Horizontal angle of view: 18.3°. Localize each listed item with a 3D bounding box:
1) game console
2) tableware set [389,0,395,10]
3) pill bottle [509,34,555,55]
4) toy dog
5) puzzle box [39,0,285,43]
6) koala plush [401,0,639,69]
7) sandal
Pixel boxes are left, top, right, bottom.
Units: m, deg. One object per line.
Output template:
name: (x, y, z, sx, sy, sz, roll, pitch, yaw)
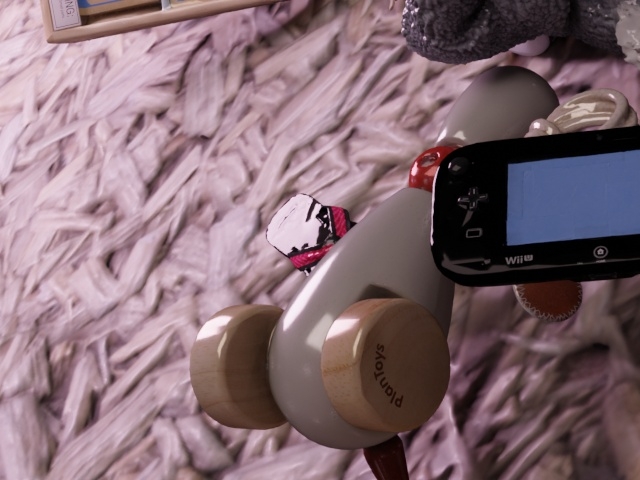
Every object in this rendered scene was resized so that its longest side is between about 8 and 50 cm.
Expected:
game console: (0.240, -0.019, 1.131, 0.361, 0.044, 0.213, -6, 42, 14)
tableware set: (0.072, -0.277, 1.684, 0.104, 0.024, 0.154, 117, 167, -47)
pill bottle: (0.178, -0.237, 1.498, 0.184, 0.103, 0.103, -52, 33, -8)
toy dog: (0.078, 0.041, 1.318, 0.333, 0.161, 0.220, -38, 28, -14)
puzzle box: (-0.156, -0.397, 1.797, 0.272, 0.409, 0.052, -9, 3, 25)
koala plush: (0.182, -0.187, 1.342, 0.196, 0.221, 0.203, -60, -11, -61)
sandal: (0.000, 0.000, 1.506, 0.067, 0.040, 0.179, -51, 33, -6)
